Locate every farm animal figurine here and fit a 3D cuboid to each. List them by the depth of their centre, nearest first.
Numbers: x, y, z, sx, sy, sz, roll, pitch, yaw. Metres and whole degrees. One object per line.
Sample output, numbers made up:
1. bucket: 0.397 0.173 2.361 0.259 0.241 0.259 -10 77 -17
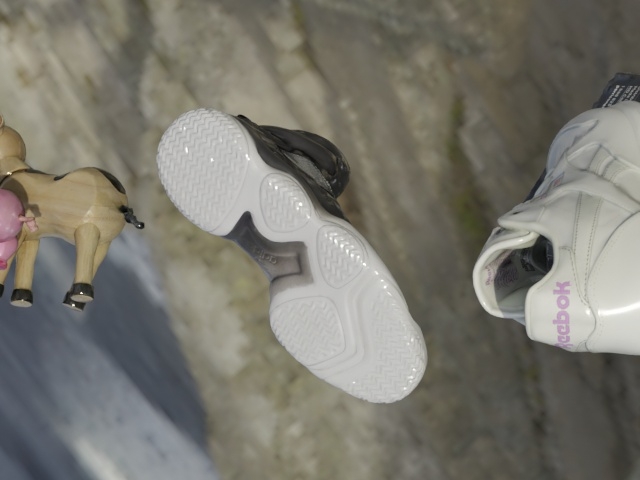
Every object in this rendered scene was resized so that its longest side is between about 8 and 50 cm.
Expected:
1. farm animal figurine: -0.343 -0.056 1.539 0.330 0.172 0.326 21 160 -29

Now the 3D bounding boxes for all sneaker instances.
1. sneaker: 0.168 -0.014 1.247 0.305 0.152 0.114 -99 5 -70
2. sneaker: 0.000 0.000 1.461 0.101 0.153 0.268 -44 83 22

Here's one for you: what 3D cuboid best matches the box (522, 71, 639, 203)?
1. box: 0.381 0.017 1.630 0.296 0.183 0.294 45 162 -26
